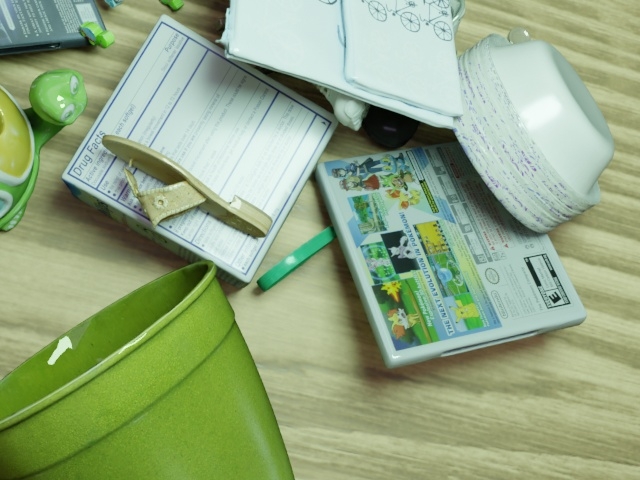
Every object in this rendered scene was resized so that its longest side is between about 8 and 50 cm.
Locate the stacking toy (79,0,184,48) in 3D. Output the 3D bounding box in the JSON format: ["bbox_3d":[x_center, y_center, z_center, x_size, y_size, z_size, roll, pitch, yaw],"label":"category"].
[{"bbox_3d":[-0.322,-0.390,1.296,0.221,0.052,0.167,47,53,-2],"label":"stacking toy"}]

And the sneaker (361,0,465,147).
[{"bbox_3d":[0.141,-0.304,1.347,0.122,0.146,0.331,16,81,-15],"label":"sneaker"}]

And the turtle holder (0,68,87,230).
[{"bbox_3d":[-0.473,-0.112,1.178,0.320,0.227,0.244,5,81,-9],"label":"turtle holder"}]

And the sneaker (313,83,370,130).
[{"bbox_3d":[0.017,-0.223,1.244,0.115,0.232,0.090,18,114,-7],"label":"sneaker"}]

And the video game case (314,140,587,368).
[{"bbox_3d":[0.180,0.003,1.296,0.299,0.036,0.329,-10,60,-17],"label":"video game case"}]

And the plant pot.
[{"bbox_3d":[-0.199,0.271,1.140,0.366,0.366,0.353,-33,101,-12],"label":"plant pot"}]

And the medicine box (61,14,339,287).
[{"bbox_3d":[-0.166,-0.116,1.272,0.289,0.149,0.264,30,79,-5],"label":"medicine box"}]

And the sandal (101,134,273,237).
[{"bbox_3d":[-0.181,-0.044,1.140,0.240,0.088,0.079,27,73,-11],"label":"sandal"}]

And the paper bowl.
[{"bbox_3d":[0.306,-0.165,1.282,0.148,0.284,0.284,-33,89,26],"label":"paper bowl"}]

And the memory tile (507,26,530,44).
[{"bbox_3d":[0.335,-0.261,1.447,0.148,0.012,0.113,41,78,-2],"label":"memory tile"}]

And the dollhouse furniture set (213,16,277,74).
[{"bbox_3d":[-0.087,-0.445,1.295,0.152,0.201,0.374,-27,95,-33],"label":"dollhouse furniture set"}]

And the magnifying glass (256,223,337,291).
[{"bbox_3d":[0.000,0.000,1.326,0.231,0.092,0.026,-35,86,-22],"label":"magnifying glass"}]

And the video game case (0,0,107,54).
[{"bbox_3d":[-0.453,-0.344,1.246,0.274,0.026,0.196,-16,75,-33],"label":"video game case"}]

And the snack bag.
[{"bbox_3d":[0.032,-0.326,1.170,0.342,0.037,0.323,13,62,-27],"label":"snack bag"}]
